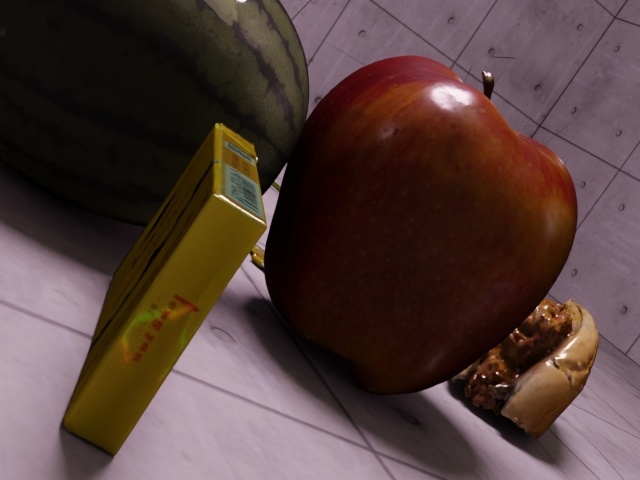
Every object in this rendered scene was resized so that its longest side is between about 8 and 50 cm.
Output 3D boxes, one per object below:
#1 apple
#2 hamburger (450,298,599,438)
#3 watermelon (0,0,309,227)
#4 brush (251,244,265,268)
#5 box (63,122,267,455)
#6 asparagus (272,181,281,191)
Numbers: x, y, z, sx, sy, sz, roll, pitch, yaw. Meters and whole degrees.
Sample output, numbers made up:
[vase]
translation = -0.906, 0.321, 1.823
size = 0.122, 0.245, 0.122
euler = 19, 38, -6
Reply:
[apple]
translation = 0.095, -0.016, 0.959
size = 0.288, 0.317, 0.288
euler = 30, 11, -6
[hamburger]
translation = 0.259, 0.139, 1.228
size = 0.155, 0.245, 0.282
euler = 40, 54, 10
[watermelon]
translation = -0.183, -0.165, 0.886
size = 0.359, 0.279, 0.279
euler = 26, 10, -10
[brush]
translation = -0.088, 0.001, 1.186
size = 0.218, 0.010, 0.082
euler = 40, 11, 33
[box]
translation = -0.096, 0.011, 0.639
size = 0.041, 0.153, 0.279
euler = 32, 9, -12
[asparagus]
translation = -0.074, -0.092, 1.734
size = 0.016, 0.016, 0.163
euler = -13, 41, -41
